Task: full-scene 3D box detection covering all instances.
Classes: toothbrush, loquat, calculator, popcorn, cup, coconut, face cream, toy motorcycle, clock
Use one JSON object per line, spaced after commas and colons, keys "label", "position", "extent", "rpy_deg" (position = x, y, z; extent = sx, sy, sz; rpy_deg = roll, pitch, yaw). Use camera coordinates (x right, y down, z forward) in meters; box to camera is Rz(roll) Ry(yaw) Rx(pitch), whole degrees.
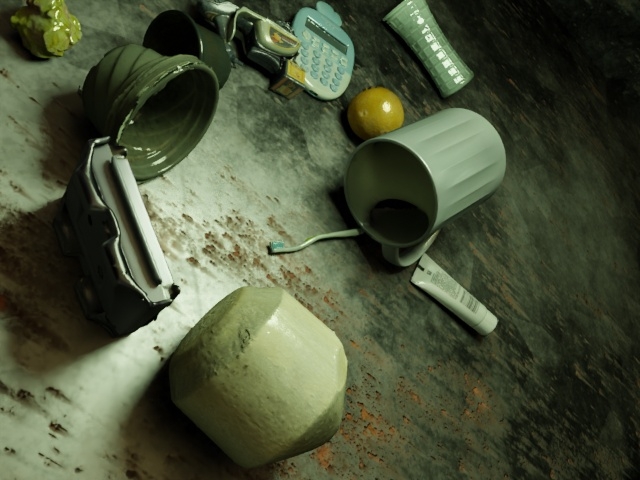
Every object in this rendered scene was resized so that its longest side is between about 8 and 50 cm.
{"label": "toothbrush", "position": [0.000, 0.000, 1.158], "extent": [0.263, 0.022, 0.026], "rpy_deg": [-9, 86, -43]}
{"label": "loquat", "position": [0.133, -0.301, 1.356], "extent": [0.141, 0.141, 0.141], "rpy_deg": [20, 56, -32]}
{"label": "calculator", "position": [0.003, -0.474, 1.397], "extent": [0.188, 0.042, 0.302], "rpy_deg": [27, 53, -27]}
{"label": "popcorn", "position": [-0.444, -0.353, 0.922], "extent": [0.097, 0.089, 0.109], "rpy_deg": [16, 61, -76]}
{"label": "cup", "position": [0.239, -0.111, 1.256], "extent": [0.327, 0.237, 0.323], "rpy_deg": [-28, 130, -43]}
{"label": "coconut", "position": [-0.078, 0.205, 0.836], "extent": [0.266, 0.237, 0.237], "rpy_deg": [46, 46, -6]}
{"label": "face cream", "position": [0.319, 0.136, 1.340], "extent": [0.244, 0.058, 0.092], "rpy_deg": [40, 53, -10]}
{"label": "toy motorcycle", "position": [-0.148, -0.425, 1.208], "extent": [0.263, 0.091, 0.157], "rpy_deg": [19, 61, -36]}
{"label": "clock", "position": [-0.296, 0.002, 0.788], "extent": [0.083, 0.186, 0.253], "rpy_deg": [-16, 78, -39]}

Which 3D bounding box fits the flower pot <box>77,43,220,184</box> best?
{"label": "flower pot", "position": [-0.289, -0.221, 0.916], "extent": [0.140, 0.235, 0.235], "rpy_deg": [36, 44, 10]}

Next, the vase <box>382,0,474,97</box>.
{"label": "vase", "position": [0.327, -0.575, 1.670], "extent": [0.299, 0.143, 0.143], "rpy_deg": [52, 45, -12]}

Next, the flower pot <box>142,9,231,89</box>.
{"label": "flower pot", "position": [-0.241, -0.333, 1.046], "extent": [0.107, 0.157, 0.157], "rpy_deg": [-7, 72, -56]}
